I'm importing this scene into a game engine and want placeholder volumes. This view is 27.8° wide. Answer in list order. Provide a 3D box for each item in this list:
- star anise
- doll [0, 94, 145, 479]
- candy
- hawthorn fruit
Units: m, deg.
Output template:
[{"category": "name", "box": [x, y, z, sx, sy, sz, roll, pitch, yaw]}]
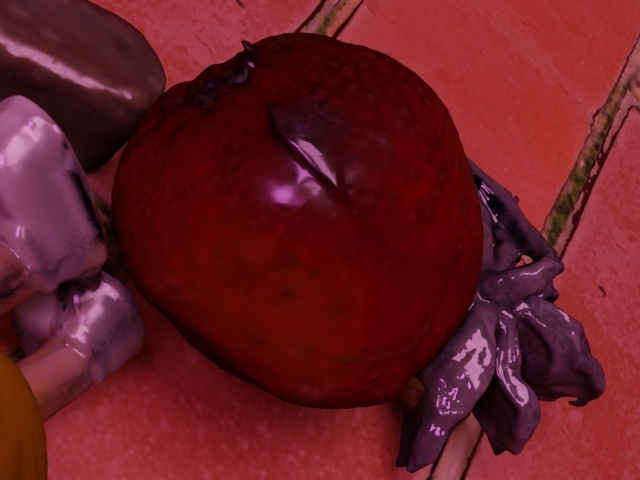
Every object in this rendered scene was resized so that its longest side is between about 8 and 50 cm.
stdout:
[{"category": "star anise", "box": [0.108, 0.040, 1.114, 0.359, 0.139, 0.316, 28, 51, -11]}, {"category": "doll", "box": [-0.241, 0.104, 0.756, 0.423, 0.161, 0.348, -24, 107, -58]}, {"category": "candy", "box": [-0.238, -0.143, 0.967, 0.234, 0.104, 0.102, 23, 48, -28]}, {"category": "hawthorn fruit", "box": [0.000, 0.000, 0.946, 0.307, 0.265, 0.265, 53, 43, -24]}]
